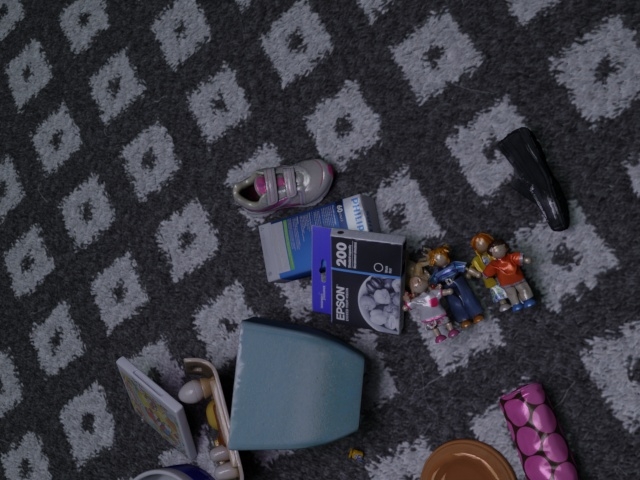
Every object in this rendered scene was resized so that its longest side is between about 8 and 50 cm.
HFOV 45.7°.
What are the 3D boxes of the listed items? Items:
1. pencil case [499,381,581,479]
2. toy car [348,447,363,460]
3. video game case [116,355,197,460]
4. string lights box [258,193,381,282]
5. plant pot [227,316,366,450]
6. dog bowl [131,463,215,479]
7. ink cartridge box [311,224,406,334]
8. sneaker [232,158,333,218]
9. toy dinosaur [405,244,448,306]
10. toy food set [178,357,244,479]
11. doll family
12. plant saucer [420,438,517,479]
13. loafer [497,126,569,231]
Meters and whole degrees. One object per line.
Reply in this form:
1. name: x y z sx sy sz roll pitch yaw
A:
1. pencil case: 0.399 0.371 1.396 0.098 0.095 0.209 -30 68 39
2. toy car: 0.069 0.500 1.576 0.040 0.060 0.122 13 98 -3
3. video game case: -0.377 0.391 1.756 0.206 0.227 0.026 32 56 27
4. string lights box: 0.000 0.000 1.656 0.259 0.077 0.133 -16 77 26
5. plant pot: -0.038 0.293 1.549 0.252 0.247 0.248 5 86 2
6. dog bowl: -0.339 0.655 1.746 0.265 0.104 0.265 -4 82 27
7. ink cartridge box: 0.071 0.080 1.567 0.208 0.045 0.206 8 114 20
8. sneaker: -0.090 -0.117 1.698 0.252 0.111 0.103 -21 75 24
9. toy dinosaur: 0.203 0.060 1.566 0.183 0.053 0.093 26 114 23
10. toy food set: -0.243 0.414 1.652 0.092 0.220 0.306 -13 75 -12
11. doll family: 0.287 0.077 1.477 0.263 0.118 0.163 -26 90 20
12. plant saucer: 0.283 0.488 1.471 0.200 0.037 0.200 -4 82 27
13. loafer: 0.408 -0.111 1.456 0.078 0.076 0.223 -30 66 27
